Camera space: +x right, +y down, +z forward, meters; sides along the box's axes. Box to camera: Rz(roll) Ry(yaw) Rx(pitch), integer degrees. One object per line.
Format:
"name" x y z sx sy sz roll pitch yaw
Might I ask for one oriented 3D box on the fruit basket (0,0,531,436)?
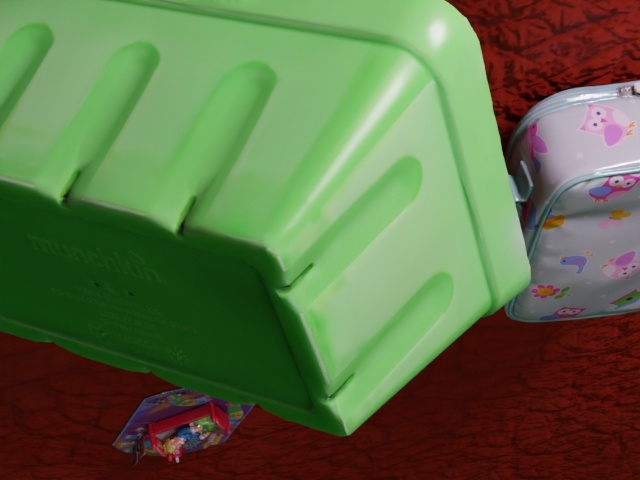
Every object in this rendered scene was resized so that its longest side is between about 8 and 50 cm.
"fruit basket" -0.032 -0.082 1.008 0.392 0.392 0.283 -16 134 4

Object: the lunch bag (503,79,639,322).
"lunch bag" 0.257 -0.035 1.363 0.224 0.107 0.279 -6 149 -8

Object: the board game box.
"board game box" -0.143 0.210 1.688 0.133 0.033 0.168 3 147 -27
